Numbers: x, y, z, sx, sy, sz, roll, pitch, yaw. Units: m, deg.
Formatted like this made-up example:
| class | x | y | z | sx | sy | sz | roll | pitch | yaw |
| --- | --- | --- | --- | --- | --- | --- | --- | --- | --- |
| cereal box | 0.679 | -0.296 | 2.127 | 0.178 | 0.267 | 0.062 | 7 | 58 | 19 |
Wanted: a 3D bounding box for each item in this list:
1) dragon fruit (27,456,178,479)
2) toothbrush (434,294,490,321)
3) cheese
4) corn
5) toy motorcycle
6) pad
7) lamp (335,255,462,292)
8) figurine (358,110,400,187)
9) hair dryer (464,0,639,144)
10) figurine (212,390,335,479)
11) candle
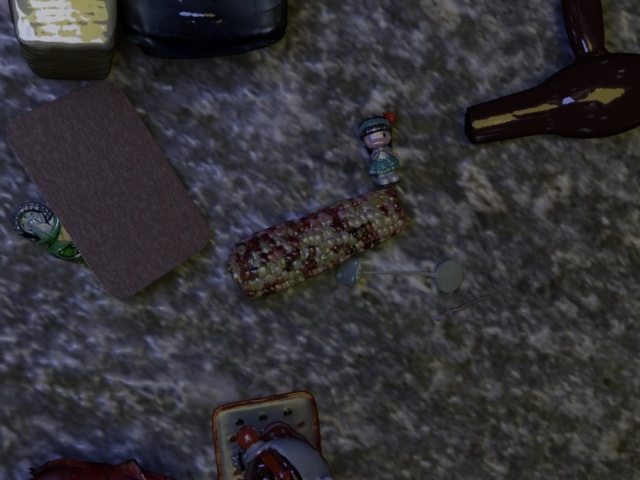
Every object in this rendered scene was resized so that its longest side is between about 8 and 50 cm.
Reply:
| class | x | y | z | sx | sy | sz | roll | pitch | yaw |
| --- | --- | --- | --- | --- | --- | --- | --- | --- | --- |
| dragon fruit | -0.324 | 0.405 | 1.009 | 0.315 | 0.250 | 0.250 | 0 | 94 | 3 |
| toothbrush | 0.222 | 0.104 | 1.223 | 0.097 | 0.006 | 0.008 | -22 | 100 | -11 |
| cheese | -0.310 | -0.326 | 0.935 | 0.124 | 0.265 | 0.242 | -4 | 95 | -15 |
| corn | 0.000 | 0.000 | 1.120 | 0.281 | 0.092 | 0.092 | -23 | 99 | -12 |
| toy motorcycle | -0.310 | -0.031 | 1.058 | 0.190 | 0.074 | 0.106 | -24 | 108 | -12 |
| pad | -0.270 | -0.070 | 1.027 | 0.176 | 0.002 | 0.266 | -36 | 99 | -35 |
| lamp | 0.123 | 0.049 | 1.189 | 0.198 | 0.056 | 0.050 | 5 | 92 | -25 |
| figurine | 0.093 | -0.134 | 1.156 | 0.060 | 0.047 | 0.106 | -14 | 101 | 4 |
| hair dryer | 0.356 | -0.317 | 1.194 | 0.313 | 0.123 | 0.340 | -8 | 85 | -2 |
| figurine | -0.048 | 0.329 | 1.063 | 0.160 | 0.226 | 0.183 | -8 | 96 | -14 |
| candle | -0.147 | -0.401 | 0.949 | 0.221 | 0.221 | 0.342 | -8 | 121 | -13 |
